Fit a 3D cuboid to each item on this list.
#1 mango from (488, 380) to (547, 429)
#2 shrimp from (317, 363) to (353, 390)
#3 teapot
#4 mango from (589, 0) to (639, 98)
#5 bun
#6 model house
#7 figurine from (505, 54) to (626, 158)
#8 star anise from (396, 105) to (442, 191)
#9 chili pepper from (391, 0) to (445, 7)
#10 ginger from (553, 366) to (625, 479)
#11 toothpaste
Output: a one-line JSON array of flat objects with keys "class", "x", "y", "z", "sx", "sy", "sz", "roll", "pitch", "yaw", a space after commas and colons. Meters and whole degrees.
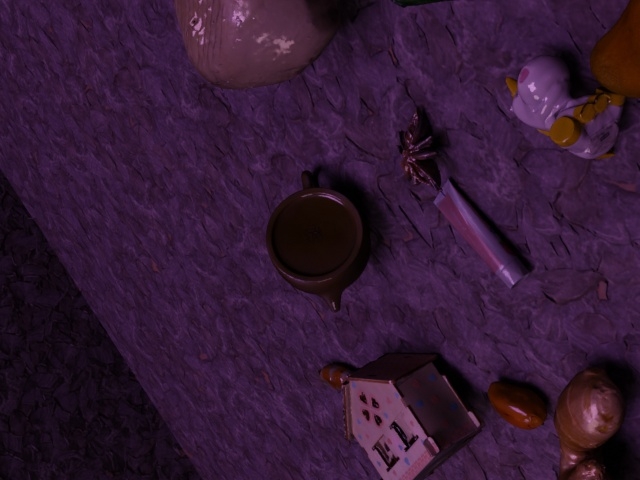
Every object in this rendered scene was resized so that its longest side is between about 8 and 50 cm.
[{"class": "mango", "x": 0.336, "y": 0.282, "z": 1.398, "sx": 0.114, "sy": 0.060, "sz": 0.080, "roll": 26, "pitch": 150, "yaw": 37}, {"class": "shrimp", "x": 0.071, "y": 0.352, "z": 1.828, "sx": 0.161, "sy": 0.049, "sz": 0.166, "roll": 8, "pitch": 132, "yaw": 48}, {"class": "teapot", "x": 0.000, "y": 0.000, "z": 1.511, "sx": 0.175, "sy": 0.185, "sz": 0.268, "roll": 65, "pitch": -165, "yaw": -71}, {"class": "mango", "x": 0.382, "y": -0.222, "z": 0.875, "sx": 0.136, "sy": 0.099, "sz": 0.227, "roll": 54, "pitch": 156, "yaw": 1}, {"class": "bun", "x": -0.105, "y": -0.400, "z": 1.246, "sx": 0.362, "sy": 0.234, "sz": 0.326, "roll": 31, "pitch": 136, "yaw": 58}, {"class": "model house", "x": 0.162, "y": 0.344, "z": 1.604, "sx": 0.244, "sy": 0.169, "sz": 0.326, "roll": 52, "pitch": 146, "yaw": 21}, {"class": "figurine", "x": 0.299, "y": -0.168, "z": 1.036, "sx": 0.178, "sy": 0.109, "sz": 0.130, "roll": 41, "pitch": 172, "yaw": 31}, {"class": "star anise", "x": 0.156, "y": -0.146, "z": 1.274, "sx": 0.124, "sy": 0.056, "sz": 0.129, "roll": -150, "pitch": 49, "yaw": -64}, {"class": "chili pepper", "x": 0.186, "y": -0.352, "z": 1.056, "sx": 0.226, "sy": 0.059, "sz": 0.088, "roll": 13, "pitch": 123, "yaw": 45}, {"class": "ginger", "x": 0.422, "y": 0.391, "z": 1.297, "sx": 0.348, "sy": 0.122, "sz": 0.363, "roll": 49, "pitch": -146, "yaw": -76}, {"class": "toothpaste", "x": 0.251, "y": -0.008, "z": 1.284, "sx": 0.194, "sy": 0.042, "sz": 0.067, "roll": 52, "pitch": 150, "yaw": 19}]
